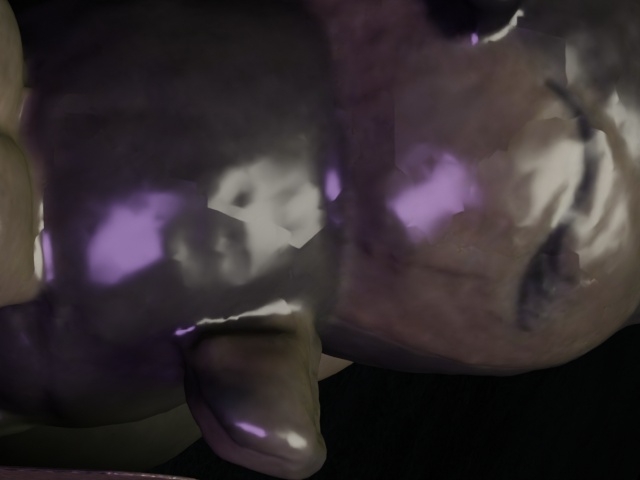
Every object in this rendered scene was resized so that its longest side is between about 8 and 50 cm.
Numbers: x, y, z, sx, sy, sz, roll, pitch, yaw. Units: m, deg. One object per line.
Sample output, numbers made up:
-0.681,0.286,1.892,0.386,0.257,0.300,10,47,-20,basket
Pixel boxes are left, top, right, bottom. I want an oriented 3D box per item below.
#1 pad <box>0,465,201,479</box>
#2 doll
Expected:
-0.106,0.102,0.789,0.266,0.176,0.002,45,46,-74,pad
-0.008,-0.034,0.839,0.378,0.382,0.252,162,-81,-69,doll
